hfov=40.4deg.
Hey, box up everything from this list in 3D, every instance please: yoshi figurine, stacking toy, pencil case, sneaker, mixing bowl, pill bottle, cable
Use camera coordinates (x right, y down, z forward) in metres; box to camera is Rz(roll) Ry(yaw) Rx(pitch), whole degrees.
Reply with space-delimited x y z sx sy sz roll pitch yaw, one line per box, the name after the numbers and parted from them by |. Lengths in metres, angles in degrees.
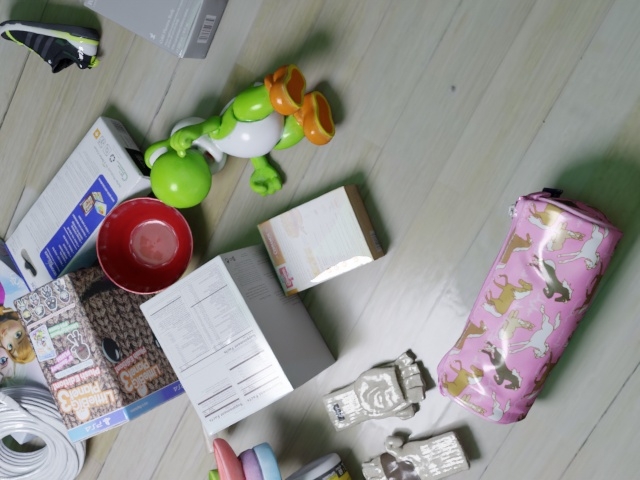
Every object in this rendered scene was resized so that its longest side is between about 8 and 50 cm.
-0.166 -0.159 1.552 0.362 0.203 0.203 -20 95 26 | yoshi figurine
-0.118 0.470 1.603 0.131 0.279 0.308 -12 117 -16 | stacking toy
0.326 0.110 1.398 0.167 0.160 0.385 36 111 41 | pencil case
-0.546 -0.384 1.735 0.235 0.084 0.097 10 101 21 | sneaker
-0.329 0.007 1.672 0.182 0.098 0.181 0 93 -1 | mixing bowl
0.028 0.507 1.588 0.119 0.119 0.208 -31 85 23 | pill bottle
-0.617 0.422 1.799 0.257 0.089 0.257 30 109 -23 | cable

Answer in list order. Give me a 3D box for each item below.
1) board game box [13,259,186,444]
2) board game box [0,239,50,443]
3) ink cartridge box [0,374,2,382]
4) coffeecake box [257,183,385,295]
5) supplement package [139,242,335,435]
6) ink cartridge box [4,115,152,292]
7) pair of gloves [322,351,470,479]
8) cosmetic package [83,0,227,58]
-0.409 0.202 1.670 0.141 0.232 0.290 -25 88 23 | board game box
-0.666 0.214 1.866 0.318 0.066 0.318 37 109 14 | board game box
-0.748 0.316 1.842 0.115 0.067 0.198 29 109 17 | ink cartridge box
0.000 0.000 1.565 0.186 0.068 0.142 -23 88 23 | coffeecake box
-0.146 0.171 1.575 0.198 0.199 0.262 -32 84 23 | supplement package
-0.483 -0.054 1.739 0.371 0.069 0.175 -46 64 19 | ink cartridge box
0.137 0.342 1.566 0.204 0.042 0.240 -35 81 26 | pair of gloves
-0.308 -0.443 1.621 0.238 0.107 0.127 28 109 14 | cosmetic package
